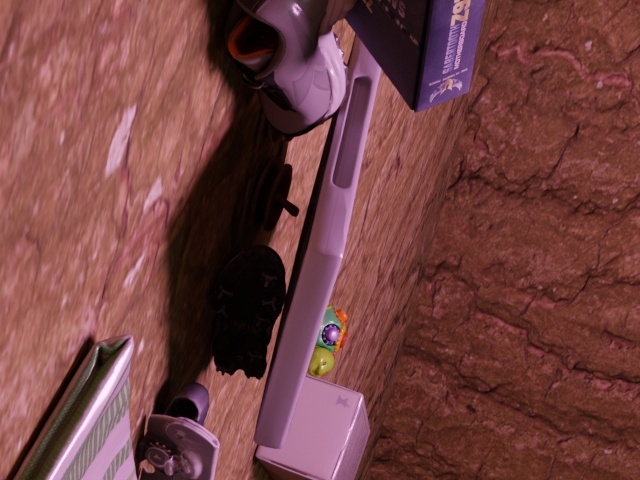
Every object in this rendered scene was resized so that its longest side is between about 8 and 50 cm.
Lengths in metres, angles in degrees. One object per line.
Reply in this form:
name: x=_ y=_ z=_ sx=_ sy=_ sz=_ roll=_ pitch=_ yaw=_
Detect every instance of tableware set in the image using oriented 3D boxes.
tableware set: x=-0.034 y=-0.092 z=1.428 sx=0.128 sy=0.039 sz=0.194 roll=-54 pitch=160 yaw=-60

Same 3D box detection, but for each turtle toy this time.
turtle toy: x=0.001 y=0.145 z=1.994 sx=0.130 sy=0.066 sz=0.095 roll=-61 pitch=166 yaw=-47

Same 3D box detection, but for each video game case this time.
video game case: x=0.000 y=0.000 z=1.366 sx=0.329 sy=0.036 sz=0.300 roll=107 pitch=-3 yaw=-50

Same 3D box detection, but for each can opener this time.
can opener: x=-0.143 y=0.264 z=1.391 sx=0.095 sy=0.076 sz=0.283 roll=-59 pitch=165 yaw=-49

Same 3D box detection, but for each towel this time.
towel: x=-0.206 y=0.247 z=1.125 sx=0.325 sy=0.038 sz=0.248 roll=95 pitch=16 yaw=-53

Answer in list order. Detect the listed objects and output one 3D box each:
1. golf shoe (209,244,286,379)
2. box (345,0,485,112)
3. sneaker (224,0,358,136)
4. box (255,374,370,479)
golf shoe: x=-0.074 y=0.056 z=1.428 sx=0.198 sy=0.077 sz=0.094 roll=108 pitch=-4 yaw=-48
box: x=0.050 y=-0.247 z=1.106 sx=0.059 sy=0.233 sz=0.183 roll=-22 pitch=149 yaw=-16
sneaker: x=-0.038 y=-0.166 z=1.171 sx=0.108 sy=0.100 sz=0.271 roll=-40 pitch=163 yaw=-18
box: x=-0.005 y=0.311 z=2.107 sx=0.311 sy=0.121 sz=0.148 roll=79 pitch=31 yaw=-71
